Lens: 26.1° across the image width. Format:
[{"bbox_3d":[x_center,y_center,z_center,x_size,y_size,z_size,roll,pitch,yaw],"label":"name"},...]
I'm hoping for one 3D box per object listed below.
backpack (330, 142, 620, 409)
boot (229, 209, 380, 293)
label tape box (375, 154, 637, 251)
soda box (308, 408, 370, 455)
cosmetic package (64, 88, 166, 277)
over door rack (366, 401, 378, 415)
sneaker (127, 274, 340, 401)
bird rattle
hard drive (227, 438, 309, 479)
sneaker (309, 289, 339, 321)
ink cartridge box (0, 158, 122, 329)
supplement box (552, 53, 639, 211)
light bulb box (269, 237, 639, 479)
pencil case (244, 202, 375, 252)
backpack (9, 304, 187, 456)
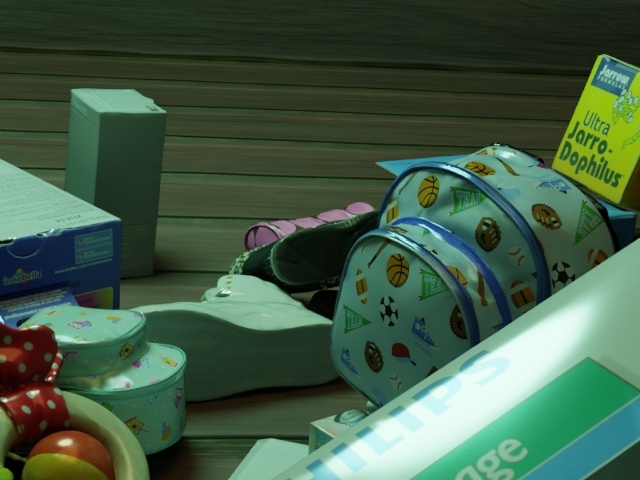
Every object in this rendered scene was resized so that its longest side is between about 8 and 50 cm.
[{"bbox_3d":[0.141,0.052,1.266,0.213,0.263,0.276,-10,31,-43],"label":"backpack"},{"bbox_3d":[0.014,0.020,1.756,0.236,0.085,0.178,-8,-5,-28],"label":"boot"},{"bbox_3d":[0.262,-0.031,2.048,0.241,0.106,0.334,-6,21,-29],"label":"label tape box"},{"bbox_3d":[0.067,0.213,1.224,0.063,0.058,0.183,-11,24,-38],"label":"soda box"},{"bbox_3d":[-0.282,-0.078,1.869,0.107,0.238,0.127,-6,20,-28],"label":"cosmetic package"},{"bbox_3d":[0.222,0.160,1.466,0.239,0.108,0.324,15,21,28],"label":"over door rack"},{"bbox_3d":[-0.130,0.105,1.582,0.292,0.108,0.169,5,14,-28],"label":"sneaker"},{"bbox_3d":[-0.250,0.194,1.207,0.207,0.143,0.253,26,34,-12],"label":"bird rattle"},{"bbox_3d":[-0.008,0.268,1.201,0.203,0.040,0.307,9,18,14],"label":"hard drive"},{"bbox_3d":[0.064,0.081,1.726,0.188,0.071,0.066,21,25,40],"label":"sneaker"},{"bbox_3d":[-0.422,0.024,1.672,0.270,0.151,0.395,-13,23,-39],"label":"ink cartridge box"},{"bbox_3d":[0.570,-0.122,2.097,0.356,0.195,0.194,17,11,-27],"label":"supplement box"},{"bbox_3d":[0.193,0.223,0.692,0.358,0.361,0.225,-31,29,-15],"label":"light bulb box"},{"bbox_3d":[0.000,0.000,1.930,0.209,0.095,0.098,-16,-9,-41],"label":"pencil case"},{"bbox_3d":[-0.224,0.143,1.373,0.188,0.144,0.166,10,14,9],"label":"backpack"}]
